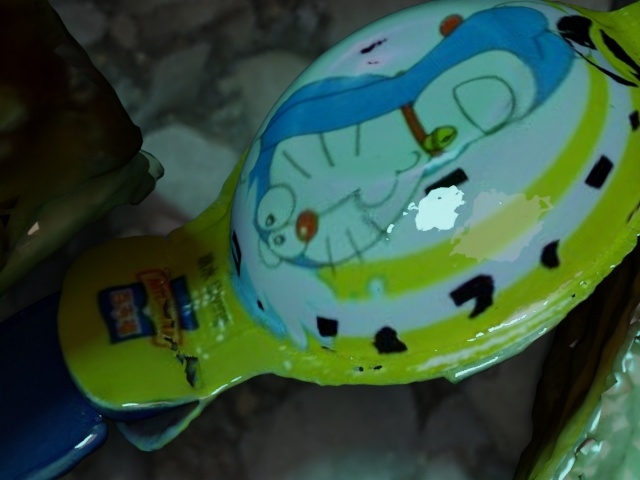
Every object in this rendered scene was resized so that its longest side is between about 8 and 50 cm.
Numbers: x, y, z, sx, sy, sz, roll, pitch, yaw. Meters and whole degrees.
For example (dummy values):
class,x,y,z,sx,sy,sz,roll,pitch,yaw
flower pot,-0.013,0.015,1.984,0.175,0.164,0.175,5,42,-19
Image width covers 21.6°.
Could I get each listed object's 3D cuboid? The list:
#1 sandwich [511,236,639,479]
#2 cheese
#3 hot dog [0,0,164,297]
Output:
class,x,y,z,sx,sy,sz,roll,pitch,yaw
sandwich,0.182,0.083,0.492,0.251,0.087,0.226,24,80,5
cheese,0.000,0.000,0.493,0.250,0.064,0.156,-30,39,6
hot dog,-0.269,-0.010,0.380,0.365,0.367,0.196,-45,47,-8
